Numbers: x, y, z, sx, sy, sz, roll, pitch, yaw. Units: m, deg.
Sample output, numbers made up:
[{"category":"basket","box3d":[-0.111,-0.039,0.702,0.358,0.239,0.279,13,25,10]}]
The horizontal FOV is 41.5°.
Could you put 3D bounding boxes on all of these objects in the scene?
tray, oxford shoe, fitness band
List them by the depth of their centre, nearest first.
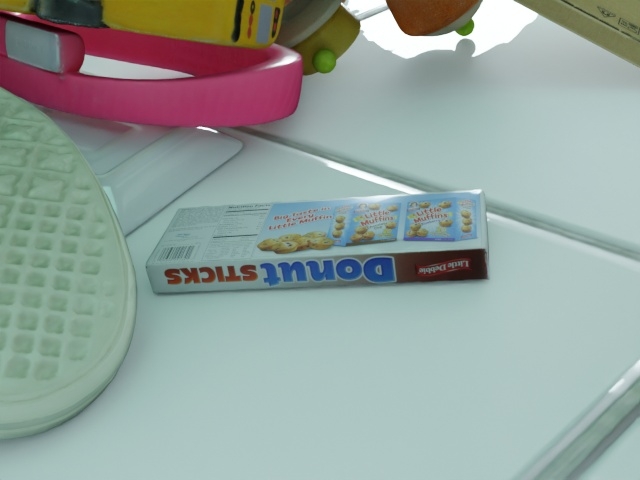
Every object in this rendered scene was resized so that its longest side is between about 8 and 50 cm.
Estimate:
[{"category":"oxford shoe","box3d":[-0.262,-0.027,0.492,0.449,0.130,0.169,32,41,29]},{"category":"tray","box3d":[-0.204,-0.076,0.613,0.270,0.030,0.145,16,37,27]},{"category":"fitness band","box3d":[-0.144,-0.140,0.661,0.209,0.054,0.291,-7,24,-40]}]

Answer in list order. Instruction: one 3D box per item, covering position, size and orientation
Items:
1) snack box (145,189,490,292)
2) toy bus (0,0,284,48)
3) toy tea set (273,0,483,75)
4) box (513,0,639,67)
[{"category":"snack box","box3d":[0.000,0.000,0.458,0.178,0.022,0.064,-3,29,11]},{"category":"toy bus","box3d":[-0.197,-0.207,0.570,0.333,0.108,0.130,12,15,12]},{"category":"toy tea set","box3d":[0.046,-0.247,0.821,0.200,0.124,0.336,-35,30,15]},{"category":"box","box3d":[0.198,-0.201,0.654,0.201,0.021,0.164,29,39,5]}]
